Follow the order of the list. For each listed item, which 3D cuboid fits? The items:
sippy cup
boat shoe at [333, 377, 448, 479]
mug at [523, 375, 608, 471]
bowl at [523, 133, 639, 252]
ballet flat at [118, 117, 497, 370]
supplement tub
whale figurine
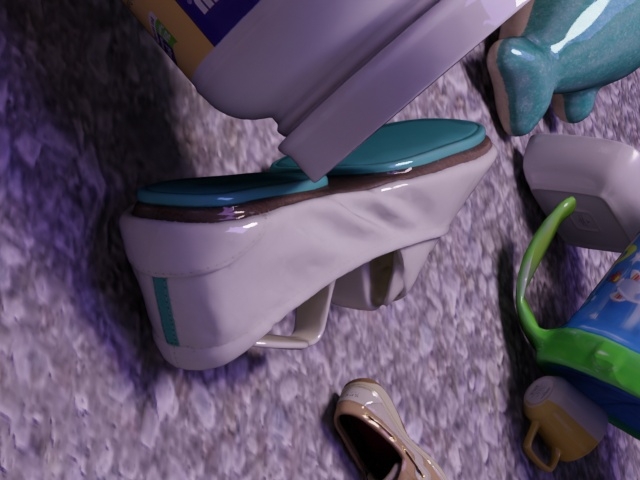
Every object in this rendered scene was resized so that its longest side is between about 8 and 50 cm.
[{"bbox_3d":[0.347,0.071,1.478,0.305,0.240,0.224,35,81,-23],"label":"sippy cup"},{"bbox_3d":[0.051,0.166,1.196,0.135,0.050,0.045,54,35,-9],"label":"boat shoe"},{"bbox_3d":[0.213,0.158,1.463,0.064,0.062,0.078,46,30,-25],"label":"mug"},{"bbox_3d":[0.267,-0.039,1.606,0.053,0.142,0.142,-55,130,-23],"label":"bowl"},{"bbox_3d":[0.000,0.000,1.147,0.400,0.139,0.139,-20,91,-57],"label":"ballet flat"},{"bbox_3d":[-0.034,-0.225,1.000,0.331,0.241,0.241,50,31,-1],"label":"supplement tub"},{"bbox_3d":[0.259,-0.211,1.659,0.272,0.141,0.216,-50,135,-45],"label":"whale figurine"}]
